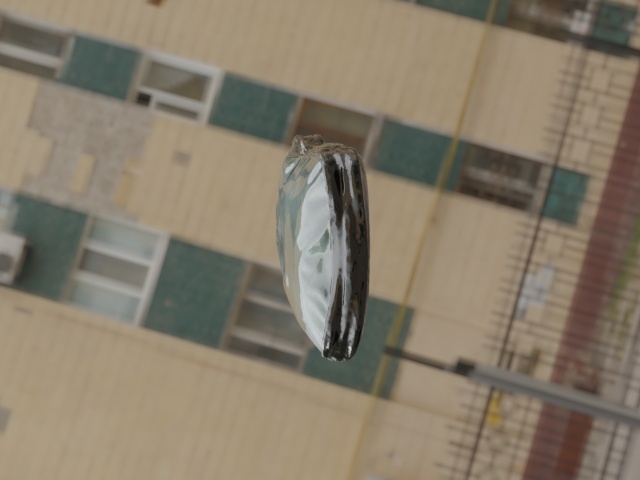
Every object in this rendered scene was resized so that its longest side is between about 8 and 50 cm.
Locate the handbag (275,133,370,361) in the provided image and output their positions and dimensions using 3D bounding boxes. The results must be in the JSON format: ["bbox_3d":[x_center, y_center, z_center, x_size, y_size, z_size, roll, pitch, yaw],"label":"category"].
[{"bbox_3d":[0.000,-0.001,1.502,0.332,0.074,0.192,-142,51,-80],"label":"handbag"}]
